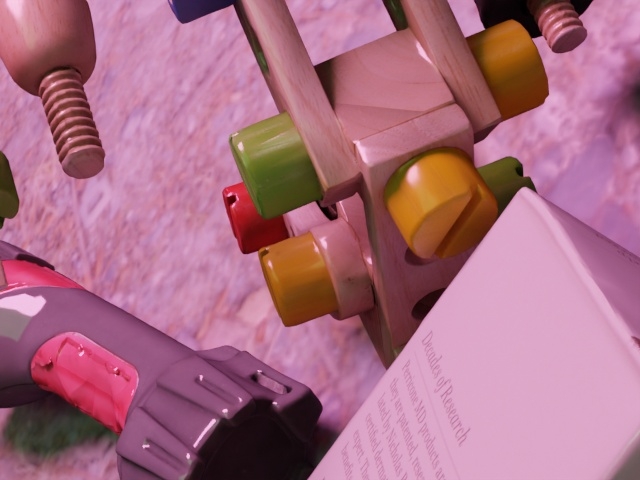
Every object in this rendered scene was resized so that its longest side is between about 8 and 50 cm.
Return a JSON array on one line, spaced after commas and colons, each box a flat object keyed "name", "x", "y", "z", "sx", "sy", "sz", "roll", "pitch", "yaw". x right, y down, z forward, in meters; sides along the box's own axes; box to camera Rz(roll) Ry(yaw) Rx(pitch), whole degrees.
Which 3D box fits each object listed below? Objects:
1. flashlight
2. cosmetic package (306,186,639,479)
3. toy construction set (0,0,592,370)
[{"name": "flashlight", "x": -0.131, "y": 0.082, "z": 0.789, "sx": 0.304, "sy": 0.103, "sz": 0.103, "roll": 24, "pitch": 114, "yaw": 50}, {"name": "cosmetic package", "x": 0.088, "y": 0.114, "z": 0.453, "sx": 0.183, "sy": 0.151, "sz": 0.151, "roll": -55, "pitch": 19, "yaw": 15}, {"name": "toy construction set", "x": 0.000, "y": 0.000, "z": 0.549, "sx": 0.257, "sy": 0.309, "sz": 0.237, "roll": -60, "pitch": 42, "yaw": 49}]
